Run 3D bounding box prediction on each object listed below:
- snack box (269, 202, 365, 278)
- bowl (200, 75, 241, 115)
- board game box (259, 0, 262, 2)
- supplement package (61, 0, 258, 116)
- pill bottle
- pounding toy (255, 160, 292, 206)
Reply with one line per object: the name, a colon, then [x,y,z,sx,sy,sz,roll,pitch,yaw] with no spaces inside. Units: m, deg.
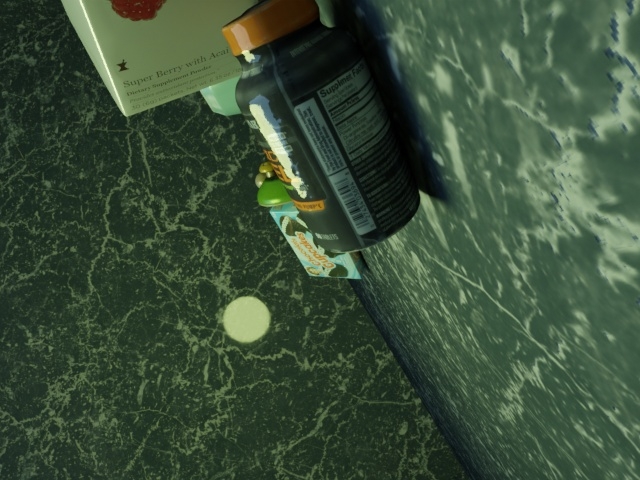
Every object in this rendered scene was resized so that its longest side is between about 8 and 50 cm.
snack box: [0.000,0.000,1.386,0.321,0.187,0.060,61,-140,-45]
bowl: [-0.257,-0.451,1.202,0.311,0.163,0.311,58,178,3]
board game box: [-0.099,-0.349,0.613,0.141,0.048,0.170,54,175,47]
supplement package: [-0.173,-0.297,0.439,0.175,0.178,0.293,58,162,14]
pill bottle: [0.001,-0.117,0.466,0.245,0.131,0.130,61,177,-28]
pounding toy: [-0.102,-0.188,1.259,0.237,0.183,0.110,-119,9,-66]
